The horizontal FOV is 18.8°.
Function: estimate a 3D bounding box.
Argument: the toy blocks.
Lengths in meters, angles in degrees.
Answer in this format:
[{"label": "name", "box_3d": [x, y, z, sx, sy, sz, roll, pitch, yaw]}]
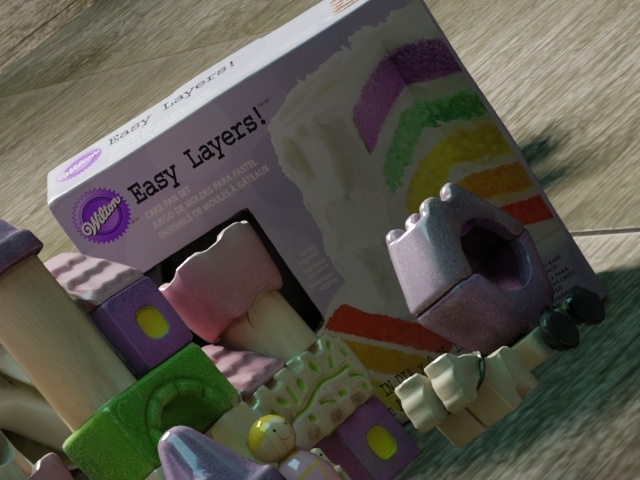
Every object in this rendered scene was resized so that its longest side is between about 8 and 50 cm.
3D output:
[{"label": "toy blocks", "box_3d": [-0.091, 0.062, 0.961, 0.309, 0.260, 0.288, -41, -4, 39]}]

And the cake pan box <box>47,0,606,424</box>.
[{"label": "cake pan box", "box_3d": [0.000, 0.000, 1.177, 0.267, 0.245, 0.070, -31, 17, 5]}]

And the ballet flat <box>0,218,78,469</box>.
[{"label": "ballet flat", "box_3d": [-0.259, 0.159, 1.379, 0.182, 0.164, 0.483, 11, 36, 10]}]
